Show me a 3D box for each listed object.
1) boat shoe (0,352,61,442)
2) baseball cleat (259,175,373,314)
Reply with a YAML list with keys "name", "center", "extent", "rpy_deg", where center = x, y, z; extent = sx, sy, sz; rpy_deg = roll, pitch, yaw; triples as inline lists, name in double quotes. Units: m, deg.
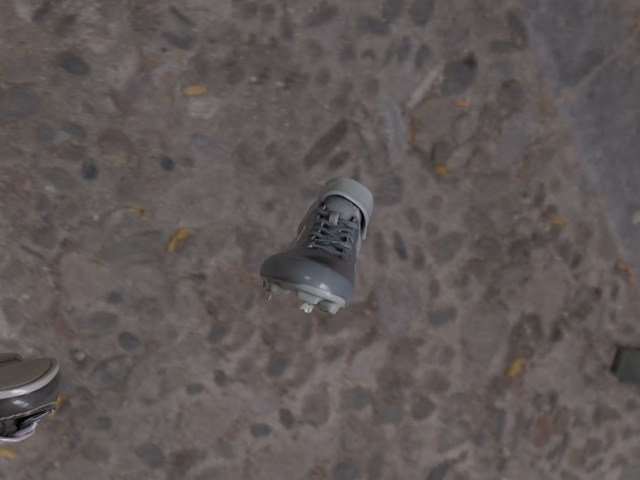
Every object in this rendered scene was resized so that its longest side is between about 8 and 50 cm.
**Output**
- name: "boat shoe"
  center: [-0.344, 0.182, 1.287]
  extent: [0.112, 0.335, 0.095]
  rpy_deg: [-11, 93, -22]
- name: "baseball cleat"
  center: [0.000, 0.000, 0.897]
  extent: [0.072, 0.206, 0.109]
  rpy_deg: [21, 89, -3]
